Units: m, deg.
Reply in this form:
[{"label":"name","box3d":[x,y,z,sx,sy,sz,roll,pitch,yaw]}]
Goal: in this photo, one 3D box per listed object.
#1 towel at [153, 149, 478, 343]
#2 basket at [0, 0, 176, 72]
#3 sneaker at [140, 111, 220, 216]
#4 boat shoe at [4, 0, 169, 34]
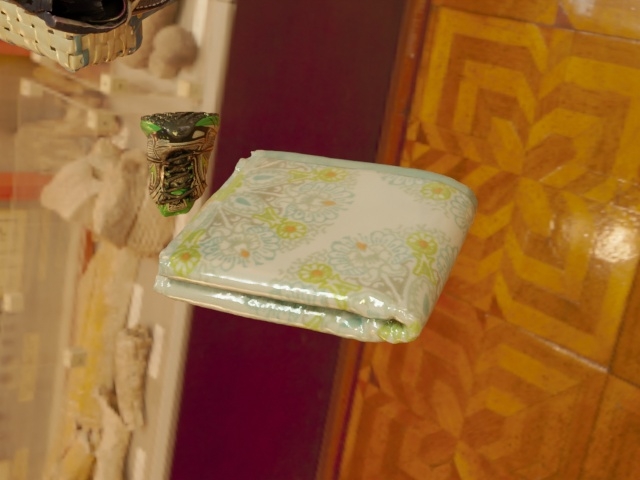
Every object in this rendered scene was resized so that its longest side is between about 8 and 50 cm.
[{"label":"towel","box3d":[0.000,0.000,1.253,0.374,0.320,0.090,9,128,19]},{"label":"basket","box3d":[-0.396,-0.420,1.533,0.254,0.289,0.201,26,141,19]},{"label":"sneaker","box3d":[-0.239,-0.131,1.601,0.343,0.134,0.146,121,144,-75]},{"label":"boat shoe","box3d":[-0.294,-0.348,1.292,0.158,0.340,0.127,36,122,26]}]
